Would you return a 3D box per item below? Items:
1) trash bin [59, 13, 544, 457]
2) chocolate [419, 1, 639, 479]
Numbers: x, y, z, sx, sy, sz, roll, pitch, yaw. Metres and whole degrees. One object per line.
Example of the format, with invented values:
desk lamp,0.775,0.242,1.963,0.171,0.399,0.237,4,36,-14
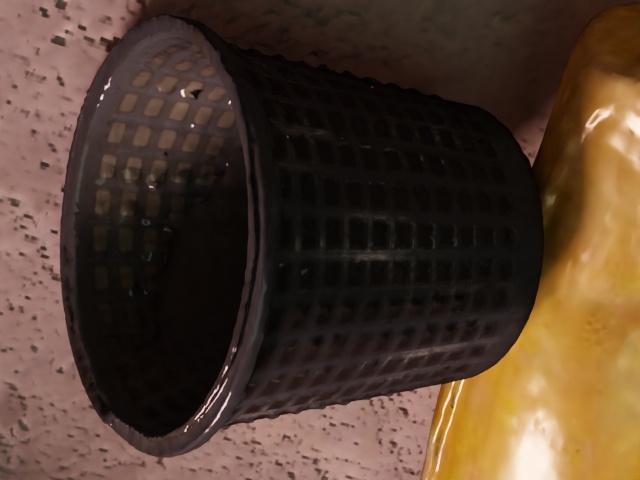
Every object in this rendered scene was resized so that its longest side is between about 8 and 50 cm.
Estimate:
trash bin,0.000,0.000,0.743,0.161,0.175,0.175,2,125,-30
chocolate,0.123,0.096,0.865,0.162,0.162,0.445,-3,122,-15
